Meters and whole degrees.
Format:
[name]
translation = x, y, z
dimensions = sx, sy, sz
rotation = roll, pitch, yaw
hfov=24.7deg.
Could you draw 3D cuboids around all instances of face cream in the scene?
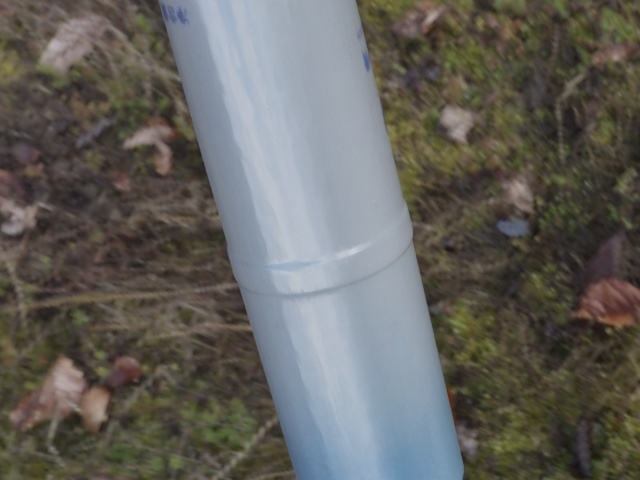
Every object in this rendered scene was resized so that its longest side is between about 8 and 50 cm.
[face cream]
translation = 0.000, 0.000, 0.606
dimensions = 0.077, 0.077, 0.250
rotation = -2, 116, 26
